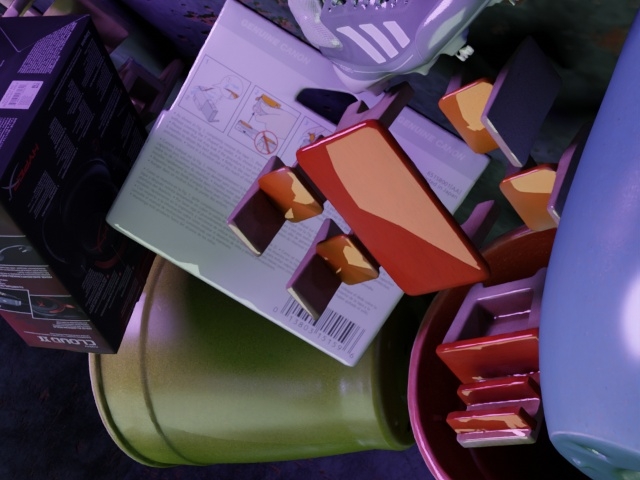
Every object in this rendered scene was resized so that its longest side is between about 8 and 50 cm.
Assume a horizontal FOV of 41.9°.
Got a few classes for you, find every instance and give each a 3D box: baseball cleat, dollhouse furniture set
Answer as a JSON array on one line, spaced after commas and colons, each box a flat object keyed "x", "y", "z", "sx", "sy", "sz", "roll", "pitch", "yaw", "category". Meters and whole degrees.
[{"x": 0.035, "y": -0.149, "z": 0.530, "sx": 0.109, "sy": 0.072, "sz": 0.206, "roll": 40, "pitch": 161, "yaw": -12, "category": "baseball cleat"}, {"x": -0.288, "y": -0.218, "z": 0.936, "sx": 0.212, "sy": 0.161, "sz": 0.242, "roll": 36, "pitch": 144, "yaw": -25, "category": "dollhouse furniture set"}, {"x": 0.085, "y": 0.018, "z": 0.620, "sx": 0.262, "sy": 0.135, "sz": 0.259, "roll": -19, "pitch": 120, "yaw": 44, "category": "dollhouse furniture set"}]

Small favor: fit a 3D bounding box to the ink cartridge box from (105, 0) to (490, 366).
[{"x": -0.024, "y": -0.050, "z": 0.774, "sx": 0.275, "sy": 0.238, "sz": 0.060, "roll": 31, "pitch": -165, "yaw": -4, "category": "ink cartridge box"}]

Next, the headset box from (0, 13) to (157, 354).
[{"x": -0.254, "y": -0.038, "z": 0.827, "sx": 0.110, "sy": 0.218, "sz": 0.293, "roll": 3, "pitch": 145, "yaw": 15, "category": "headset box"}]

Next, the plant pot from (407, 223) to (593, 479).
[{"x": 0.269, "y": 0.152, "z": 0.782, "sx": 0.265, "sy": 0.272, "sz": 0.272, "roll": 30, "pitch": 170, "yaw": -41, "category": "plant pot"}]

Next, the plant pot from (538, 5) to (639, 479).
[{"x": 0.243, "y": 0.036, "z": 0.403, "sx": 0.293, "sy": 0.235, "sz": 0.293, "roll": 29, "pitch": 167, "yaw": 7, "category": "plant pot"}]

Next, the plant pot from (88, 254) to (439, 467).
[{"x": -0.040, "y": 0.131, "z": 1.081, "sx": 0.353, "sy": 0.366, "sz": 0.366, "roll": 1, "pitch": 154, "yaw": 27, "category": "plant pot"}]
